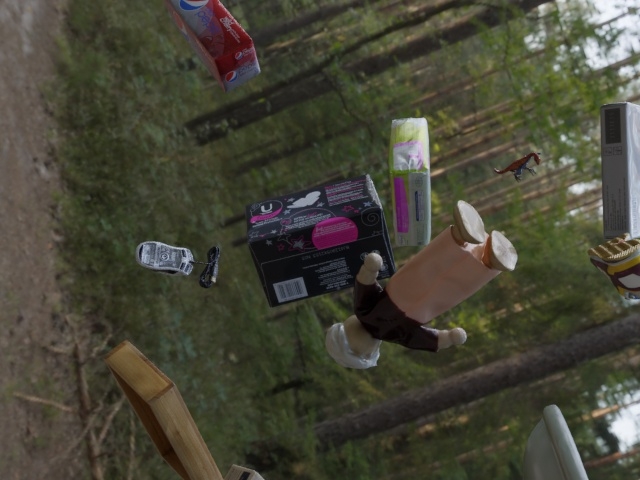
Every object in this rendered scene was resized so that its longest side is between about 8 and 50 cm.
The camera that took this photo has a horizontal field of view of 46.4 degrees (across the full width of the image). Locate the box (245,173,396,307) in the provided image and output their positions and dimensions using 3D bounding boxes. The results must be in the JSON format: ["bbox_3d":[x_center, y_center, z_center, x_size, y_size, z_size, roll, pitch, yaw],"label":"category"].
[{"bbox_3d":[0.000,0.000,1.402,0.142,0.247,0.163,-101,176,-56],"label":"box"}]

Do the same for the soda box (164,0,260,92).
[{"bbox_3d":[-0.216,-0.410,1.450,0.263,0.083,0.092,53,-13,32],"label":"soda box"}]

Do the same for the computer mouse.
[{"bbox_3d":[-0.328,0.047,1.703,0.042,0.193,0.106,135,-37,-57],"label":"computer mouse"}]

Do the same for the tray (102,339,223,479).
[{"bbox_3d":[-0.358,0.431,1.755,0.203,0.076,0.410,30,-32,38],"label":"tray"}]

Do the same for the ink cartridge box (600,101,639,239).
[{"bbox_3d":[0.661,-0.145,1.580,0.239,0.060,0.275,-6,94,-53],"label":"ink cartridge box"}]

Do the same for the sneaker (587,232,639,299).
[{"bbox_3d":[0.424,0.042,1.039,0.083,0.070,0.185,63,16,2],"label":"sneaker"}]

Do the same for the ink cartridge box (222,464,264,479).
[{"bbox_3d":[-0.162,0.661,1.702,0.234,0.088,0.193,54,52,-31],"label":"ink cartridge box"}]

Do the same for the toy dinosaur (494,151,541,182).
[{"bbox_3d":[0.413,-0.153,1.526,0.082,0.090,0.047,97,-15,-64],"label":"toy dinosaur"}]

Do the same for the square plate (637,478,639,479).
[{"bbox_3d":[0.512,0.247,0.699,0.347,0.344,0.049,24,-49,64],"label":"square plate"}]

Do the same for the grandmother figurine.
[{"bbox_3d":[0.136,0.095,1.137,0.208,0.342,0.104,46,33,-6],"label":"grandmother figurine"}]

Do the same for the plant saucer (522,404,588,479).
[{"bbox_3d":[0.331,0.423,0.980,0.400,0.101,0.400,-18,90,-79],"label":"plant saucer"}]

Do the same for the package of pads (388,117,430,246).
[{"bbox_3d":[0.231,-0.160,1.915,0.296,0.101,0.229,-81,166,-55],"label":"package of pads"}]
